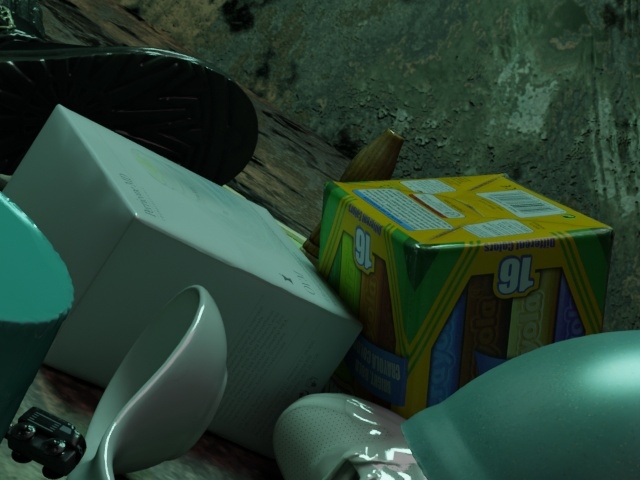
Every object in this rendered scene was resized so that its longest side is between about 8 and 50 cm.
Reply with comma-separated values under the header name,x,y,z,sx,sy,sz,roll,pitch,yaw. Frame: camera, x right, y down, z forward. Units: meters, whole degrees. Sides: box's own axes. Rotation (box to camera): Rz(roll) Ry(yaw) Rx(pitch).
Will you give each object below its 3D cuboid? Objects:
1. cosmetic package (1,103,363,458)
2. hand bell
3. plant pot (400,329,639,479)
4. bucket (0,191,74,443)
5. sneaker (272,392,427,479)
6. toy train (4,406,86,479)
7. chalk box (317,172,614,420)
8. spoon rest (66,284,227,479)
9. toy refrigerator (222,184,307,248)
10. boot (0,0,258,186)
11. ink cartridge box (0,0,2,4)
name,x,y,z,sx,sy,sz,roll,pitch,yaw
cosmetic package,-0.123,0.029,1.350,0.225,0.138,0.224,26,13,-33
hand bell,0.000,0.000,1.563,0.126,0.242,0.126,32,11,-7
plant pot,0.217,0.169,1.055,0.293,0.196,0.293,52,3,-4
bucket,-0.258,0.038,0.757,0.281,0.183,0.281,33,10,-7
sneaker,0.040,0.195,1.165,0.292,0.108,0.169,42,10,33
toy train,-0.204,0.094,1.001,0.158,0.027,0.036,23,40,21
chalk box,0.103,0.108,1.378,0.179,0.289,0.180,-3,18,-24
spoon rest,-0.107,0.120,1.038,0.084,0.137,0.276,33,20,-21
toy refrigerator,-0.132,-0.021,1.673,0.269,0.094,0.102,31,11,-9
boot,-0.242,-0.144,1.550,0.348,0.131,0.260,6,18,-13
ink cartridge box,-0.349,-0.187,1.263,0.198,0.273,0.115,42,13,37
